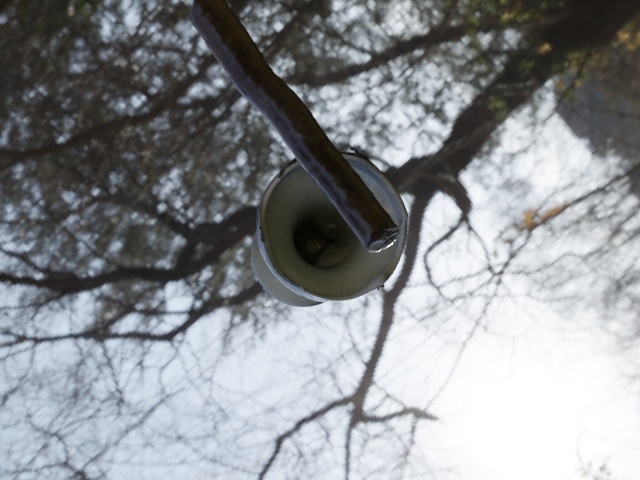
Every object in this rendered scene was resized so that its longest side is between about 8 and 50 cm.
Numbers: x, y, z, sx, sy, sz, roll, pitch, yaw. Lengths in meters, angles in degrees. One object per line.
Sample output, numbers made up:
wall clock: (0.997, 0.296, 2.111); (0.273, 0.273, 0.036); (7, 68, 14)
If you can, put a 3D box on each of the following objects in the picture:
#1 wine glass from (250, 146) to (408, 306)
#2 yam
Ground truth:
wine glass: (0.000, 0.000, 1.170); (0.165, 0.165, 0.196); (51, 166, 3)
yam: (-0.033, -0.117, 0.972); (0.045, 0.045, 0.326); (8, -140, -54)
